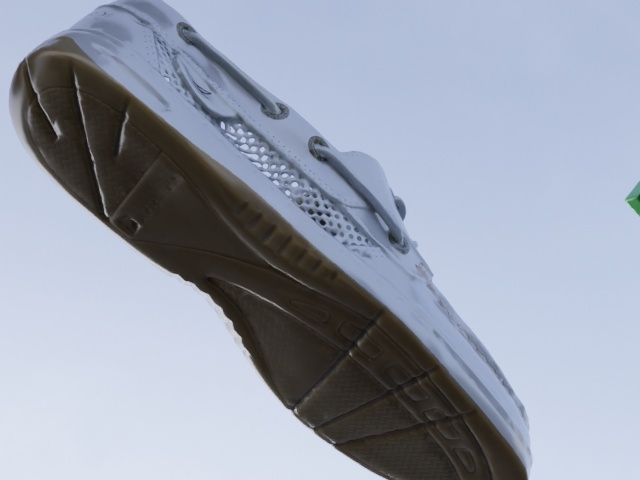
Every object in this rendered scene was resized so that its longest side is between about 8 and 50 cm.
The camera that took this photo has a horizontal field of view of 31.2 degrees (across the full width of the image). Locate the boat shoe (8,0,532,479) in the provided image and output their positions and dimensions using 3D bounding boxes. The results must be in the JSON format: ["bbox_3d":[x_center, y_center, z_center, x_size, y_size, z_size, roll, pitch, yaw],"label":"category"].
[{"bbox_3d":[0.000,0.000,0.494,0.277,0.096,0.098,46,-43,-11],"label":"boat shoe"}]

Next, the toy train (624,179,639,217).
[{"bbox_3d":[0.164,-0.041,0.505,0.017,0.024,0.083,46,-109,-9],"label":"toy train"}]
